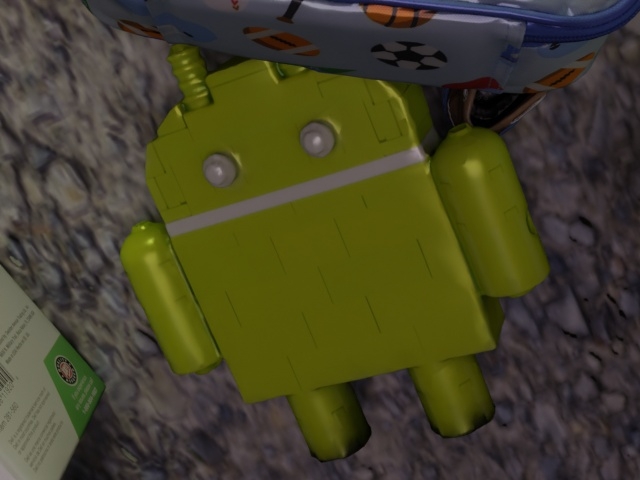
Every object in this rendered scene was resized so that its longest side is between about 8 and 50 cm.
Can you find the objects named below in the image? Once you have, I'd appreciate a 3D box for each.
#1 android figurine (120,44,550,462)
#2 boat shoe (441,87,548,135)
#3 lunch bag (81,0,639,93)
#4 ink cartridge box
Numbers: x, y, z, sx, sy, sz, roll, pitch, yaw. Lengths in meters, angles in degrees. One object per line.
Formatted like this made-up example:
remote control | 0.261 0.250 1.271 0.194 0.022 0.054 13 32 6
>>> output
android figurine | 0.000 0.000 0.661 0.248 0.056 0.273 -14 109 22
boat shoe | 0.137 -0.129 0.633 0.066 0.066 0.183 30 105 -8
lunch bag | 0.015 -0.208 0.554 0.303 0.115 0.243 10 81 1
ink cartridge box | -0.238 0.059 0.650 0.092 0.160 0.219 -36 102 11
